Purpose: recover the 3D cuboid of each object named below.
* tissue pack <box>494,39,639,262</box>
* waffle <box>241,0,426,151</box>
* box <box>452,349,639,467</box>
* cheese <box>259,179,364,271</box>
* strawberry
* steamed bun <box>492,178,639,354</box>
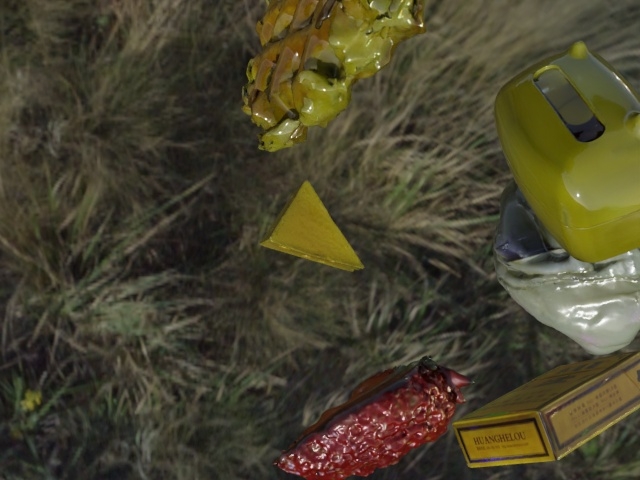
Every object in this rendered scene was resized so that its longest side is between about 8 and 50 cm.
[{"bbox_3d":[0.227,-0.082,0.758,0.123,0.127,0.178,-25,45,6],"label":"tissue pack"},{"bbox_3d":[0.028,-0.228,0.701,0.068,0.325,0.302,25,35,-21],"label":"waffle"},{"bbox_3d":[0.391,0.274,1.432,0.301,0.192,0.084,-17,86,-38],"label":"box"},{"bbox_3d":[0.000,0.000,1.540,0.171,0.093,0.126,35,75,-7],"label":"cheese"},{"bbox_3d":[0.067,0.226,1.042,0.228,0.174,0.098,-28,86,-35],"label":"strawberry"},{"bbox_3d":[0.361,-0.018,1.219,0.206,0.275,0.320,24,55,-29],"label":"steamed bun"}]
